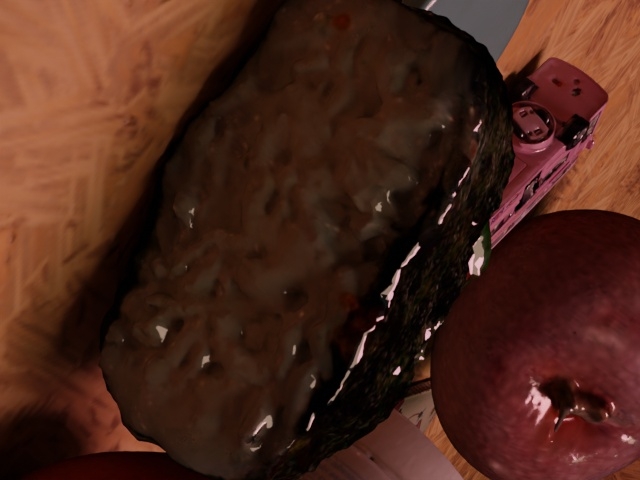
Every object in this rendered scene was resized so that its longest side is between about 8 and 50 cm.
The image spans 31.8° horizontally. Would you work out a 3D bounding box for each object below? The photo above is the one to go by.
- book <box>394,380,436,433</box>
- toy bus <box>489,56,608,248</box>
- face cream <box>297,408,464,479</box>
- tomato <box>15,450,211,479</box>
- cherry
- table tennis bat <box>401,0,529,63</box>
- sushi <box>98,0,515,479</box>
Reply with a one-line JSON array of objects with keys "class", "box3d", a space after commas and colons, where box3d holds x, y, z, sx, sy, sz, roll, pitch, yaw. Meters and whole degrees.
[{"class": "book", "box3d": [0.053, 0.213, 1.118, 0.162, 0.022, 0.232, -57, 159, 13]}, {"class": "toy bus", "box3d": [0.116, -0.040, 0.784, 0.203, 0.063, 0.090, -43, 161, -20]}, {"class": "face cream", "box3d": [0.004, 0.211, 0.783, 0.153, 0.177, 0.177, -41, 157, -25]}, {"class": "tomato", "box3d": [-0.072, 0.199, 0.505, 0.260, 0.260, 0.180, -27, 144, -50]}, {"class": "cherry", "box3d": [0.221, 0.089, 1.008, 0.261, 0.221, 0.307, -53, 175, 23]}, {"class": "table tennis bat", "box3d": [0.086, -0.137, 0.600, 0.149, 0.038, 0.237, -15, 142, -57]}, {"class": "sushi", "box3d": [0.000, 0.000, 0.505, 0.225, 0.124, 0.127, -63, 159, 9]}]
